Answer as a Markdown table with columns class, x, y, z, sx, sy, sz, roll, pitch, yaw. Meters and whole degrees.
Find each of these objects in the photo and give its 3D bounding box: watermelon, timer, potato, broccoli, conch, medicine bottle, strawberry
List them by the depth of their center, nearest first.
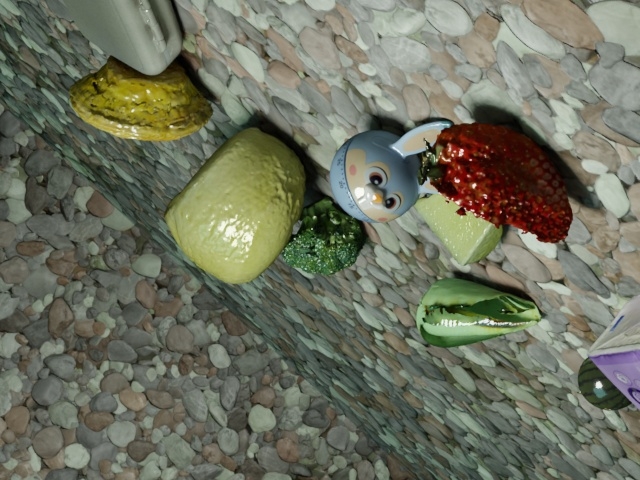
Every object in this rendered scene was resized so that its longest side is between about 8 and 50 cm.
| class | x | y | z | sx | sy | sz | roll | pitch | yaw |
| --- | --- | --- | --- | --- | --- | --- | --- | --- | --- |
| strawberry | 0.267 | -0.104 | 1.596 | 0.236 | 0.175 | 0.106 | 13 | 131 | -15 |
| timer | 0.120 | -0.103 | 1.815 | 0.175 | 0.175 | 0.255 | 51 | 160 | -25 |
| potato | 0.248 | -0.051 | 1.859 | 0.149 | 0.081 | 0.120 | 53 | 134 | 20 |
| watermelon | 0.495 | 0.247 | 1.914 | 0.105 | 0.105 | 0.133 | 46 | 143 | -10 |
| medicine bottle | -0.402 | -0.486 | 2.062 | 0.282 | 0.123 | 0.375 | 31 | 160 | 25 |
| conch | 0.275 | 0.136 | 2.064 | 0.143 | 0.137 | 0.251 | 49 | 160 | -16 |
| broccoli | 0.000 | 0.000 | 2.284 | 0.195 | 0.195 | 0.156 | -4 | 111 | 65 |

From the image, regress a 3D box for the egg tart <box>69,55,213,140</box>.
| class | x | y | z | sx | sy | sz | roll | pitch | yaw |
| --- | --- | --- | --- | --- | --- | --- | --- | --- | --- |
| egg tart | -0.364 | -0.304 | 2.235 | 0.294 | 0.294 | 0.123 | 30 | 125 | 31 |

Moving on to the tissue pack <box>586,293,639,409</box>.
| class | x | y | z | sx | sy | sz | roll | pitch | yaw |
| --- | --- | --- | --- | --- | --- | --- | --- | --- | --- |
| tissue pack | 0.594 | 0.222 | 1.595 | 0.338 | 0.160 | 0.242 | 44 | 162 | -7 |

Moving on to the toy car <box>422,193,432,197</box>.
| class | x | y | z | sx | sy | sz | roll | pitch | yaw |
| --- | --- | --- | --- | --- | --- | --- | --- | --- | --- |
| toy car | 0.217 | -0.048 | 1.950 | 0.093 | 0.025 | 0.041 | 46 | 163 | -1 |

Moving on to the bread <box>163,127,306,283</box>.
| class | x | y | z | sx | sy | sz | roll | pitch | yaw |
| --- | --- | --- | --- | --- | --- | --- | --- | --- | --- |
| bread | -0.159 | -0.067 | 2.235 | 0.237 | 0.320 | 0.320 | 42 | 161 | -8 |
